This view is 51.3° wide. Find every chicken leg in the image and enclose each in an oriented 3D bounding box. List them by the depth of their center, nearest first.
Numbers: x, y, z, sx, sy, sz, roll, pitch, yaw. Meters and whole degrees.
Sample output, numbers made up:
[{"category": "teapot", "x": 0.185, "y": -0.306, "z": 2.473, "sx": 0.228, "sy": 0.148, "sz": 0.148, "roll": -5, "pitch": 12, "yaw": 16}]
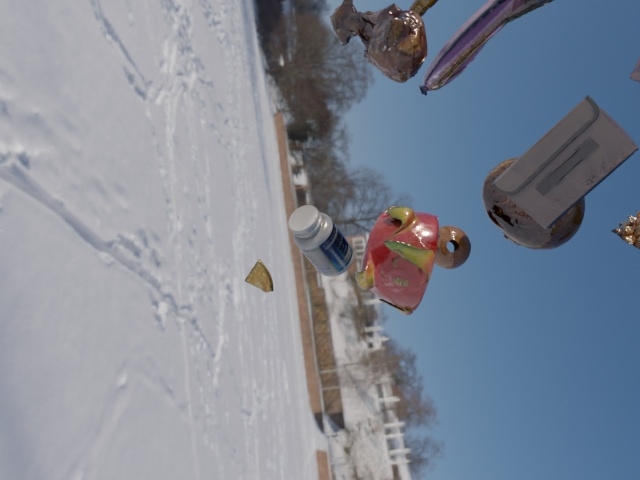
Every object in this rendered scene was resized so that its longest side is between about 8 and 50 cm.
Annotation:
[{"category": "chicken leg", "x": 0.093, "y": -0.356, "z": 1.128, "sx": 0.304, "sy": 0.093, "sz": 0.113, "roll": -125, "pitch": -150, "yaw": -53}]

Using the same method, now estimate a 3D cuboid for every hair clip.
[{"category": "hair clip", "x": 0.309, "y": -0.386, "z": 1.201, "sx": 0.095, "sy": 0.358, "sz": 0.110, "roll": 44, "pitch": 32, "yaw": -17}]

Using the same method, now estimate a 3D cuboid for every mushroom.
[{"category": "mushroom", "x": 0.600, "y": -0.105, "z": 1.903, "sx": 0.163, "sy": 0.297, "sz": 0.278, "roll": -18, "pitch": 141, "yaw": -58}]

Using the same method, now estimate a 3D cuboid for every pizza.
[{"category": "pizza", "x": -0.207, "y": 0.118, "z": 2.191, "sx": 0.026, "sy": 0.108, "sz": 0.123, "roll": -43, "pitch": 118, "yaw": -53}]

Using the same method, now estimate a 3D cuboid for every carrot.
[{"category": "carrot", "x": 0.217, "y": -0.462, "z": 1.192, "sx": 0.170, "sy": 0.042, "sz": 0.042, "roll": -41, "pitch": -134, "yaw": 45}]

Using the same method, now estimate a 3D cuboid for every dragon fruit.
[{"category": "dragon fruit", "x": 0.204, "y": 0.036, "z": 1.799, "sx": 0.290, "sy": 0.189, "sz": 0.291, "roll": 17, "pitch": 90, "yaw": -87}]

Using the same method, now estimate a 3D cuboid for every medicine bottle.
[{"category": "medicine bottle", "x": 0.000, "y": 0.000, "z": 1.652, "sx": 0.191, "sy": 0.107, "sz": 0.107, "roll": 51, "pitch": 22, "yaw": -44}]

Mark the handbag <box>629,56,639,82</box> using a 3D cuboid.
[{"category": "handbag", "x": 0.871, "y": -0.439, "z": 1.641, "sx": 0.135, "sy": 0.146, "sz": 0.225, "roll": -66, "pitch": 176, "yaw": 15}]

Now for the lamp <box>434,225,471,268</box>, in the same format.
[{"category": "lamp", "x": 0.401, "y": 0.021, "z": 2.076, "sx": 0.136, "sy": 0.136, "sz": 0.136, "roll": 174, "pitch": -90, "yaw": -89}]

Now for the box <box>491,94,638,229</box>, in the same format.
[{"category": "box", "x": 0.510, "y": -0.161, "z": 1.392, "sx": 0.153, "sy": 0.252, "sz": 0.188, "roll": 46, "pitch": 22, "yaw": 6}]

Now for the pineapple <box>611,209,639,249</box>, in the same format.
[{"category": "pineapple", "x": 0.986, "y": -0.084, "z": 1.819, "sx": 0.262, "sy": 0.262, "sz": 0.272, "roll": -101, "pitch": -148, "yaw": -70}]
